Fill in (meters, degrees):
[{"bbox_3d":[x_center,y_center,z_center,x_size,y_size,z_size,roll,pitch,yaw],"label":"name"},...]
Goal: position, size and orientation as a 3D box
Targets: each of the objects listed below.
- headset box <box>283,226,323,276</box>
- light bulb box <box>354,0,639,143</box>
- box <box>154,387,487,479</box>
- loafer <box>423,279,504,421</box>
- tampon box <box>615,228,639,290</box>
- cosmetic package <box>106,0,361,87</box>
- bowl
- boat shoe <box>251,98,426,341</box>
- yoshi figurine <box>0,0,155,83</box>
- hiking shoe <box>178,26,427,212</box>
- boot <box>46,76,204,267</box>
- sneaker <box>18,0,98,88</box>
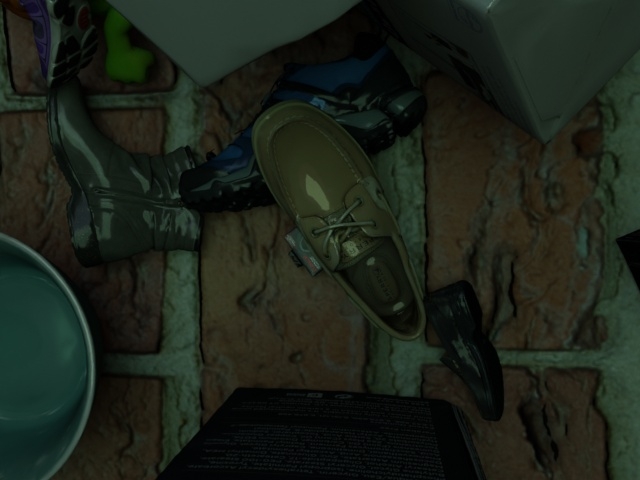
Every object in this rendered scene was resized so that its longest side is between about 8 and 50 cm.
[{"bbox_3d":[0.000,0.000,0.870,0.083,0.032,0.062,-35,89,3],"label":"headset box"},{"bbox_3d":[0.183,-0.354,0.676,0.358,0.225,0.361,-46,56,4],"label":"light bulb box"},{"bbox_3d":[-0.001,0.428,0.664,0.297,0.472,0.480,3,91,4],"label":"box"},{"bbox_3d":[0.171,0.134,0.855,0.061,0.062,0.170,-18,87,27],"label":"loafer"},{"bbox_3d":[0.439,0.013,0.793,0.161,0.120,0.101,-24,89,5],"label":"tampon box"},{"bbox_3d":[-0.078,-0.381,0.597,0.230,0.161,0.453,-25,59,19],"label":"cosmetic package"},{"bbox_3d":[-0.383,0.135,0.837,0.311,0.163,0.311,0,92,4],"label":"bowl"},{"bbox_3d":[0.032,-0.014,0.770,0.109,0.098,0.302,-30,119,2],"label":"boat shoe"},{"bbox_3d":[-0.189,-0.295,0.833,0.362,0.203,0.203,19,52,17],"label":"yoshi figurine"},{"bbox_3d":[-0.033,-0.133,0.842,0.304,0.113,0.132,-25,79,-4],"label":"hiking shoe"},{"bbox_3d":[-0.230,-0.094,0.874,0.161,0.083,0.246,-12,91,-8],"label":"boot"},{"bbox_3d":[-0.282,-0.237,0.766,0.071,0.170,0.068,36,52,11],"label":"sneaker"}]
